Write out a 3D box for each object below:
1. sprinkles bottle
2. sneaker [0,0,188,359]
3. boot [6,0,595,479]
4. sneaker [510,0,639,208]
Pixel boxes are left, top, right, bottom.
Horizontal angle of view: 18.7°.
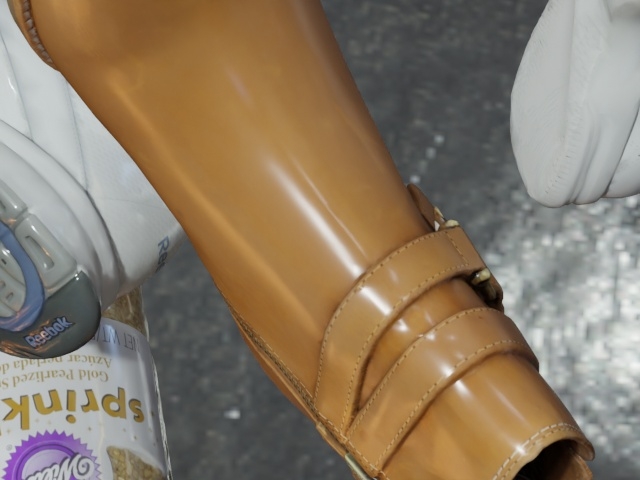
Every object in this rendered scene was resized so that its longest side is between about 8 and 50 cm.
[{"bbox_3d":[-0.131,0.140,0.982,0.121,0.121,0.355,-42,47,38],"label":"sprinkles bottle"},{"bbox_3d":[-0.176,-0.080,0.914,0.297,0.129,0.111,50,136,7],"label":"sneaker"},{"bbox_3d":[0.000,0.000,0.674,0.220,0.109,0.283,54,168,31],"label":"boot"},{"bbox_3d":[0.134,-0.088,0.629,0.212,0.094,0.080,113,152,-56],"label":"sneaker"}]
